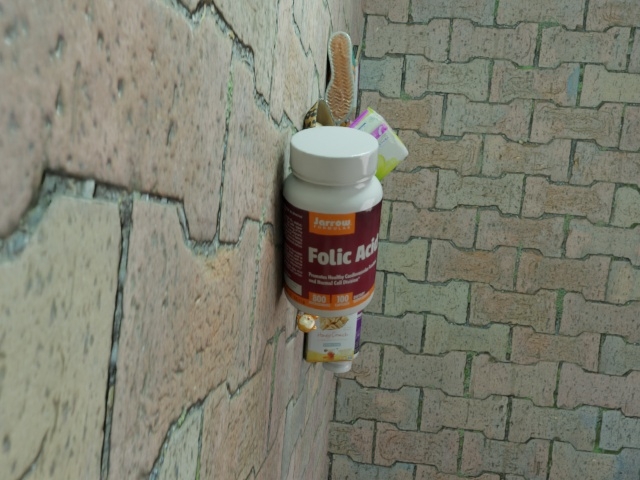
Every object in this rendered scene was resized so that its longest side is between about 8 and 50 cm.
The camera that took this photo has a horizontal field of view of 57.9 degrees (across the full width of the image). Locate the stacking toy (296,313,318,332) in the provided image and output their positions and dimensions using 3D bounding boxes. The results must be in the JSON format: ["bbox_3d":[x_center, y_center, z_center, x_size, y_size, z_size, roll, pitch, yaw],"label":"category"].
[{"bbox_3d":[0.005,0.175,1.793,0.302,0.175,0.166,-53,177,-47],"label":"stacking toy"}]

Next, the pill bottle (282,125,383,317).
[{"bbox_3d":[0.025,-0.042,1.314,0.224,0.224,0.392,-76,169,-59],"label":"pill bottle"}]

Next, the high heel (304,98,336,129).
[{"bbox_3d":[0.027,-0.280,1.445,0.261,0.093,0.186,7,-92,62],"label":"high heel"}]

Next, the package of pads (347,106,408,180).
[{"bbox_3d":[0.198,-0.363,2.291,0.296,0.229,0.101,37,14,-52],"label":"package of pads"}]

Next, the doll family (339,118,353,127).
[{"bbox_3d":[0.159,-0.435,2.457,0.118,0.263,0.163,-54,141,-1],"label":"doll family"}]

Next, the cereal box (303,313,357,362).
[{"bbox_3d":[0.036,0.294,1.977,0.047,0.173,0.240,-151,-117,-71],"label":"cereal box"}]

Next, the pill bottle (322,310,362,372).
[{"bbox_3d":[0.078,0.381,2.427,0.181,0.181,0.323,-64,158,-75],"label":"pill bottle"}]

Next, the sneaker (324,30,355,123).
[{"bbox_3d":[0.077,-0.557,1.995,0.121,0.108,0.302,-49,143,-73],"label":"sneaker"}]

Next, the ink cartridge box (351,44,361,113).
[{"bbox_3d":[0.118,-0.678,2.427,0.193,0.088,0.235,-80,173,-52],"label":"ink cartridge box"}]
